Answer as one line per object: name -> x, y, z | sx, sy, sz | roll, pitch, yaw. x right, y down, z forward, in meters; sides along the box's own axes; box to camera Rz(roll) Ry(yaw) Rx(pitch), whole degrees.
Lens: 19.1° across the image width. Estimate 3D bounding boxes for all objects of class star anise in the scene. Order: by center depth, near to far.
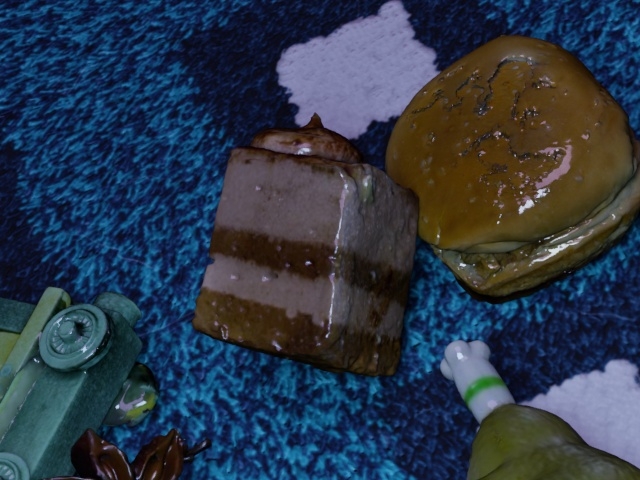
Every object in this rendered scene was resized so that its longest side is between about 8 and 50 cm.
star anise -> -0.220, 0.312, 2.111 | 0.220, 0.126, 0.190 | 7, 60, -27

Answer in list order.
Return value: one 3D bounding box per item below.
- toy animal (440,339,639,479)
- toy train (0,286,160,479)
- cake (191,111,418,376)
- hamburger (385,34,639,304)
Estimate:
toy animal -> 0.218, 0.261, 1.971 | 0.180, 0.181, 0.363 | -46, 33, -3
toy train -> -0.365, 0.220, 2.233 | 0.253, 0.160, 0.397 | 8, 57, 32
cake -> 0.000, 0.000, 2.179 | 0.198, 0.196, 0.293 | 8, 83, 35
hamburger -> 0.229, -0.088, 2.257 | 0.284, 0.174, 0.304 | -37, 43, 4
